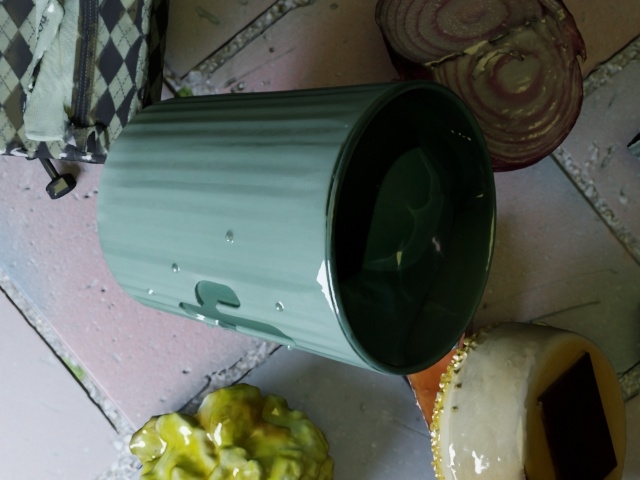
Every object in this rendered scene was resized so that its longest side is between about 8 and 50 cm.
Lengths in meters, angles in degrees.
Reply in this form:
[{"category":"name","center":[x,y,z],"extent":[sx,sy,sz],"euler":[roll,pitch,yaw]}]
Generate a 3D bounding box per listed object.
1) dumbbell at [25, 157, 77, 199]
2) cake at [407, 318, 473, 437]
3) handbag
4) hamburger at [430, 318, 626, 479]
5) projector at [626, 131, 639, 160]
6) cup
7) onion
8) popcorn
[{"category":"dumbbell","center":[-0.349,-0.095,1.887],"extent":[0.040,0.036,0.083],"euler":[-32,91,0]},{"category":"cake","center":[0.138,0.159,1.877],"extent":[0.135,0.098,0.288],"euler":[-3,84,-1]},{"category":"handbag","center":[-0.398,-0.233,1.817],"extent":[0.416,0.180,0.317],"euler":[4,88,4]},{"category":"hamburger","center":[0.245,0.239,1.789],"extent":[0.170,0.302,0.302],"euler":[-3,90,40]},{"category":"projector","center":[0.549,-0.040,1.885],"extent":[0.337,0.108,0.108],"euler":[44,89,-1]},{"category":"cup","center":[-0.015,0.010,1.677],"extent":[0.310,0.392,0.401],"euler":[-41,125,-41]},{"category":"onion","center":[0.199,-0.210,1.810],"extent":[0.272,0.256,0.230],"euler":[-13,135,19]},{"category":"popcorn","center":[-0.119,0.286,1.819],"extent":[0.251,0.206,0.237],"euler":[38,105,16]}]
